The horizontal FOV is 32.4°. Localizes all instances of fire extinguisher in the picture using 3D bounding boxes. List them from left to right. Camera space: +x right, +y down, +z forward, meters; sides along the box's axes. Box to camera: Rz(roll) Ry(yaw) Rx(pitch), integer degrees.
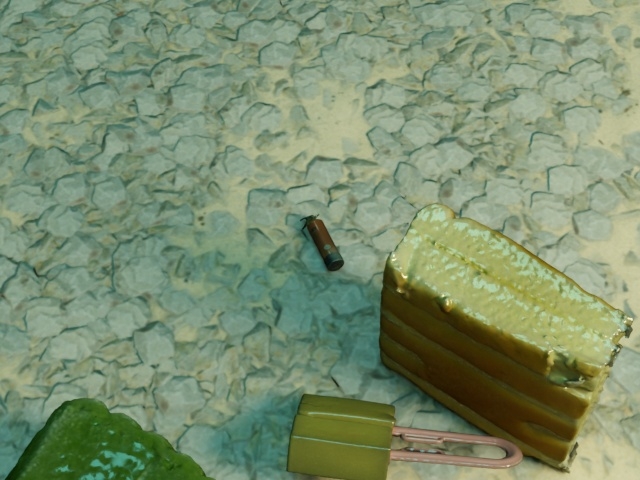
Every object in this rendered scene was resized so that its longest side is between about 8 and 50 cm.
[{"bbox_3d":[0.000,0.000,1.308,0.028,0.022,0.083,-37,57,13],"label":"fire extinguisher"}]

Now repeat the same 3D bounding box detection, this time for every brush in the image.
[{"bbox_3d":[0.087,0.209,1.118,0.233,0.047,0.103,7,18,4],"label":"brush"}]

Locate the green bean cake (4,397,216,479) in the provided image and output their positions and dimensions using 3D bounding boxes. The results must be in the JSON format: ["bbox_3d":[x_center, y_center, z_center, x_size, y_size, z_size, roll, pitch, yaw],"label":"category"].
[{"bbox_3d":[-0.221,0.298,1.048,0.222,0.125,0.248,29,59,22],"label":"green bean cake"}]

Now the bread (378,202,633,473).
[{"bbox_3d":[0.179,0.101,1.104,0.246,0.239,0.111,31,66,19],"label":"bread"}]
